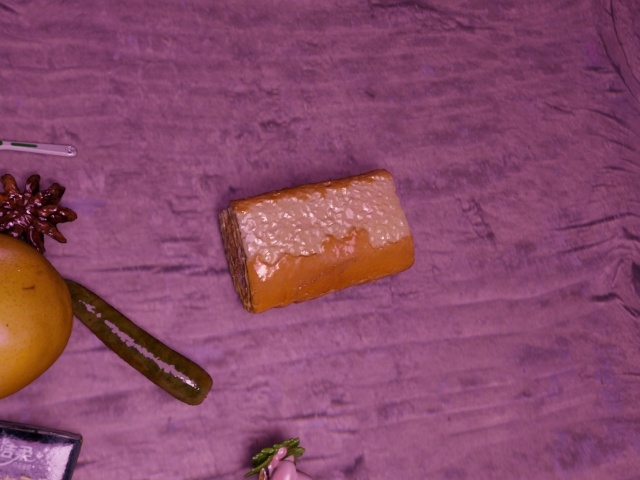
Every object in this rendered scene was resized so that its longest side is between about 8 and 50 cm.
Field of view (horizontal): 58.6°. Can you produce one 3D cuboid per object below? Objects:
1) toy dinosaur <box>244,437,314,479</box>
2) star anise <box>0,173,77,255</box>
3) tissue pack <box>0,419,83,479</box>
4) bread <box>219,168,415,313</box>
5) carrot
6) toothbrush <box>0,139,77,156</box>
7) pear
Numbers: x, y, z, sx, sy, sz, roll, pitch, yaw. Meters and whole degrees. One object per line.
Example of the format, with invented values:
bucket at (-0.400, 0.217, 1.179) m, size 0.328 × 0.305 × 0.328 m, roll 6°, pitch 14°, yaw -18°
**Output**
toy dinosaur at (-0.047, 0.475, 1.047) m, size 0.194 × 0.152 × 0.177 m, roll -14°, pitch 54°, yaw -12°
star anise at (-0.565, -0.027, 1.041) m, size 0.177 × 0.073 × 0.234 m, roll 44°, pitch 75°, yaw 4°
tissue pack at (-0.526, 0.441, 0.943) m, size 0.185 × 0.081 × 0.257 m, roll 17°, pitch 74°, yaw -17°
bread at (0.000, 0.000, 1.179) m, size 0.375 × 0.165 × 0.237 m, roll -15°, pitch 86°, yaw -23°
carrot at (-0.356, 0.186, 1.066) m, size 0.358 × 0.074 × 0.074 m, roll 38°, pitch 69°, yaw -6°
toothbrush at (-0.624, -0.177, 1.079) m, size 0.303 × 0.030 × 0.030 m, roll 1°, pitch 78°, yaw -22°
pear at (-0.554, 0.110, 0.880) m, size 0.284 × 0.336 × 0.285 m, roll -2°, pitch 73°, yaw 6°
